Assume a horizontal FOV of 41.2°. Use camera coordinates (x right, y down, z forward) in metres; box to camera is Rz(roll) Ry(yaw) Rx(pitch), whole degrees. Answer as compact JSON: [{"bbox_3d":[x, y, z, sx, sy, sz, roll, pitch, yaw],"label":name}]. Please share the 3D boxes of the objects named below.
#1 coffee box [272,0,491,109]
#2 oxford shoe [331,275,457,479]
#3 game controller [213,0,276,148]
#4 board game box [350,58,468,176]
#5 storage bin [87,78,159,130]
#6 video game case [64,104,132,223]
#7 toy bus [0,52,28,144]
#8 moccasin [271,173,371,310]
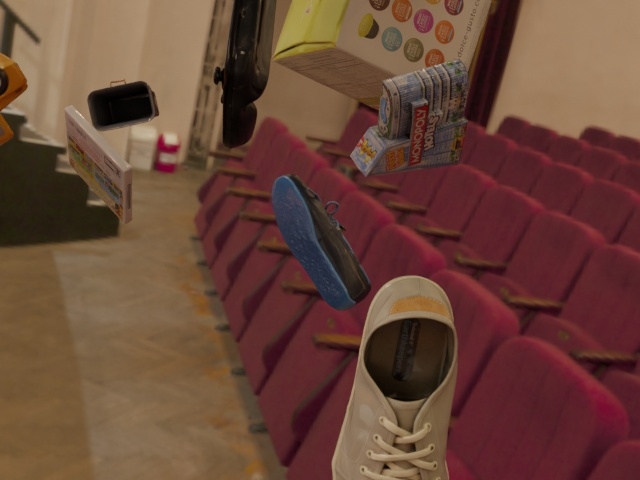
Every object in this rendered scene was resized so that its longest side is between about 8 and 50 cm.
[{"bbox_3d":[0.141,-0.517,1.948,0.334,0.338,0.338,20,-3,-27],"label":"coffee box"},{"bbox_3d":[0.106,0.274,1.170,0.169,0.450,0.130,6,8,-2],"label":"oxford shoe"},{"bbox_3d":[-0.096,-0.274,1.077,0.067,0.166,0.319,10,58,-11],"label":"game controller"},{"bbox_3d":[0.149,-0.186,1.418,0.194,0.194,0.060,-20,52,-18],"label":"board game box"},{"bbox_3d":[-0.404,-0.284,1.777,0.135,0.098,0.091,-11,5,5],"label":"storage bin"},{"bbox_3d":[-0.515,-0.174,1.982,0.026,0.206,0.227,-36,70,-30],"label":"video game case"},{"bbox_3d":[-0.644,-0.183,1.435,0.332,0.130,0.108,-38,38,-19],"label":"toy bus"},{"bbox_3d":[0.000,0.000,1.984,0.116,0.342,0.137,-23,-4,-42],"label":"moccasin"}]
